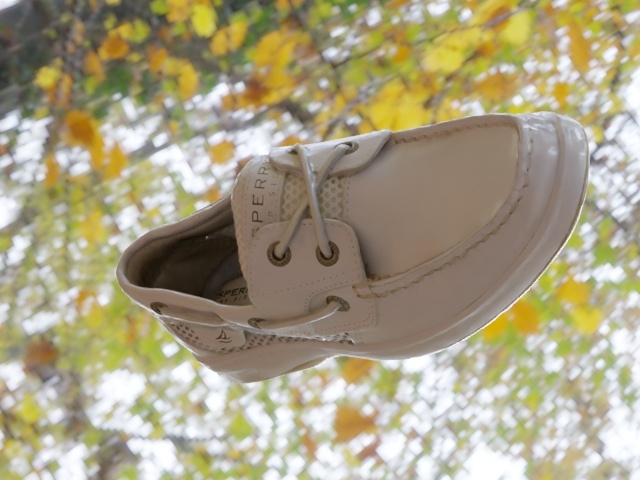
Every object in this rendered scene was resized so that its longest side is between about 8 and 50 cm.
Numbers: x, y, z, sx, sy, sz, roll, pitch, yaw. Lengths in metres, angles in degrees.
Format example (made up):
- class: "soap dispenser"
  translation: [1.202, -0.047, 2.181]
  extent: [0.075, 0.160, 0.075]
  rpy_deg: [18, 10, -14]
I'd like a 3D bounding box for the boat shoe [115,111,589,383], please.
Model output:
- class: "boat shoe"
  translation: [0.000, 0.000, 0.804]
  extent: [0.096, 0.098, 0.277]
  rpy_deg: [29, -34, -29]
